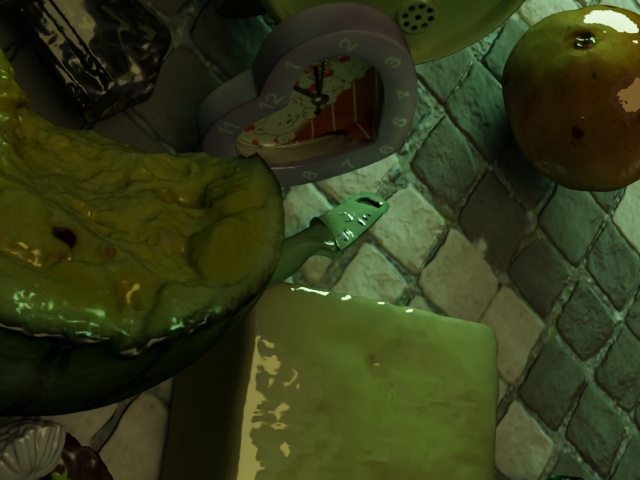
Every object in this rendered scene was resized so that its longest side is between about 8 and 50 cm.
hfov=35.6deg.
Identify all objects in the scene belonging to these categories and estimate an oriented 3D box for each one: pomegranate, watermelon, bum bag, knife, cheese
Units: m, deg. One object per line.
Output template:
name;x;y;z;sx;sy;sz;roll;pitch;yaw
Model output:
pomegranate;0.275;-0.141;1.017;0.191;0.191;0.191;5;81;-33
watermelon;-0.200;0.006;0.643;0.330;0.189;0.331;15;35;-11
bum bag;-0.214;-0.205;0.763;0.102;0.069;0.248;-44;107;-14
knife;-0.001;0.001;0.831;0.043;0.020;0.293;40;27;8
cheese;0.013;0.172;0.835;0.265;0.123;0.243;14;72;-32

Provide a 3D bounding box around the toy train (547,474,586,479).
toy train;0.196;0.361;0.905;0.202;0.120;0.301;27;69;-50

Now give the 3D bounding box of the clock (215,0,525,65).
clock;0.065;-0.263;0.801;0.286;0.348;0.117;17;46;-31

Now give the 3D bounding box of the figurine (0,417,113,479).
figurine;-0.223;0.183;0.666;0.240;0.115;0.175;40;85;-37

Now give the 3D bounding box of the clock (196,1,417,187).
clock;-0.001;-0.119;0.832;0.172;0.198;0.064;15;49;-40
